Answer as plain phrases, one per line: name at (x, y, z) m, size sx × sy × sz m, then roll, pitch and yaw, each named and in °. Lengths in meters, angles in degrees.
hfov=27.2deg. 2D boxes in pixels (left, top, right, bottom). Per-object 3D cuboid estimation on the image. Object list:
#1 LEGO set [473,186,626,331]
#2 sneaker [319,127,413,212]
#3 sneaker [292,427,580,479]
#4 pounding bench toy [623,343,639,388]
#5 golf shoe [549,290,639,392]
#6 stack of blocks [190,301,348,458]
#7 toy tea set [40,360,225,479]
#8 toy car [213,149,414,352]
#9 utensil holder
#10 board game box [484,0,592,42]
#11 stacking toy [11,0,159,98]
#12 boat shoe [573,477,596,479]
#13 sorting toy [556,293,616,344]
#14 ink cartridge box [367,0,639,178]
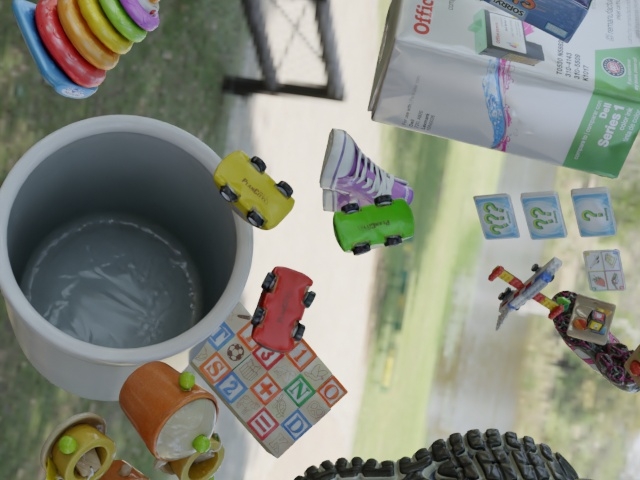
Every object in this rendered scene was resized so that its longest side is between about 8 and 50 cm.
LEGO set at (0.314, 0.040, 1.785) m, size 0.060 × 0.182 × 0.244 m, roll -70°, pitch 150°, yaw -45°
sneaker at (0.083, -0.112, 2.269) m, size 0.282 × 0.161 × 0.102 m, roll 76°, pitch 26°, yaw -76°
sneaker at (0.132, 0.309, 1.471) m, size 0.130 × 0.330 × 0.147 m, roll -88°, pitch 169°, yaw -59°
pounding bench toy at (0.365, 0.120, 1.375) m, size 0.052 × 0.065 × 0.083 m, roll 58°, pitch -35°, yaw 30°
golf shoe at (0.403, 0.154, 1.947) m, size 0.067 × 0.186 × 0.086 m, roll -37°, pitch 151°, yaw -2°
stack of blocks at (-0.116, 0.206, 2.285) m, size 0.171 × 0.297 × 0.087 m, roll -42°, pitch -170°, yaw -12°
toy tea set at (-0.182, 0.286, 1.575) m, size 0.200 × 0.124 × 0.336 m, roll -43°, pitch 145°, yaw -14°
toy car at (0.000, 0.000, 1.543) m, size 0.053 × 0.225 × 0.239 m, roll 142°, pitch -65°, yaw -71°
utensil holder at (-0.281, 0.047, 1.827) m, size 0.385 × 0.328 × 0.327 m, roll 124°, pitch -20°, yaw -70°
board game box at (0.105, -0.232, 0.905) m, size 0.136 × 0.201 × 0.035 m, roll -61°, pitch 177°, yaw -36°
stacking toy at (-0.322, -0.369, 2.121) m, size 0.165 × 0.302 × 0.175 m, roll 64°, pitch 15°, yaw 9°
boat shoe at (0.329, 0.303, 1.372) m, size 0.064 × 0.178 × 0.060 m, roll -71°, pitch -178°, yaw -51°
sorting toy at (0.372, 0.109, 1.883) m, size 0.012 × 0.083 × 0.062 m, roll 15°, pitch 91°, yaw -79°
ink cartridge box at (0.207, -0.201, 1.443) m, size 0.201 × 0.278 × 0.117 m, roll -78°, pitch -177°, yaw -45°
